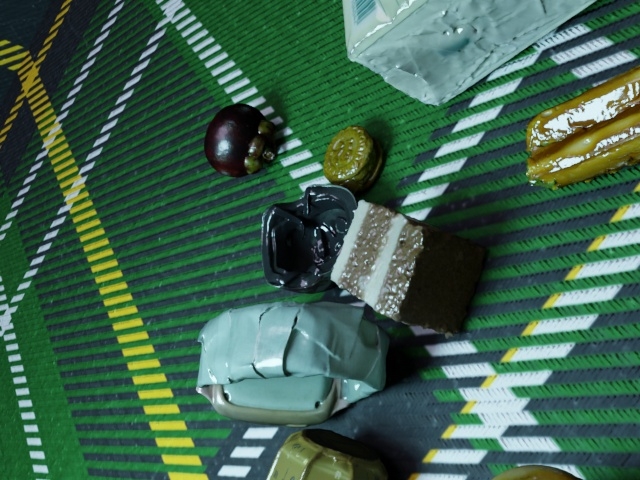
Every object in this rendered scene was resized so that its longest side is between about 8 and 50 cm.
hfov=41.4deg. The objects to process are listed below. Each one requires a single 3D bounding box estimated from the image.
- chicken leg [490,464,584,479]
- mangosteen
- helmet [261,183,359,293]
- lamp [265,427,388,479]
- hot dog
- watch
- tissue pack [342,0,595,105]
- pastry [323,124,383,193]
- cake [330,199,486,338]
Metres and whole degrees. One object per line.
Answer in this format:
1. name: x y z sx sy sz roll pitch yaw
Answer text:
1. chicken leg: 0.189 0.433 0.816 0.295 0.182 0.409 46 116 31
2. mangosteen: -0.132 -0.169 1.471 0.140 0.140 0.140 -23 59 44
3. helmet: 0.002 0.009 1.244 0.176 0.107 0.153 -20 56 23
4. lamp: -0.003 0.343 1.074 0.161 0.161 0.185 18 91 52
5. hot dog: 0.334 -0.134 0.922 0.269 0.072 0.115 -22 60 46
6. watch: -0.039 0.155 1.112 0.241 0.253 0.162 102 171 -72
7. tissue pack: 0.176 -0.421 1.120 0.297 0.207 0.381 -27 55 44
8. pastry: 0.048 -0.120 1.277 0.109 0.057 0.097 -19 56 43
9. cake: 0.107 0.035 1.076 0.147 0.135 0.135 18 89 47
